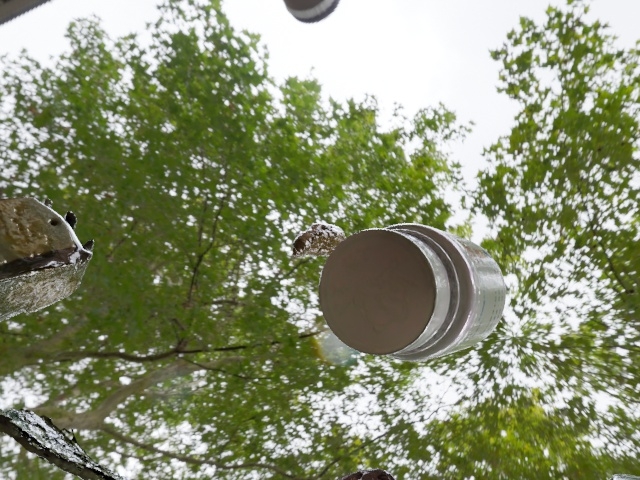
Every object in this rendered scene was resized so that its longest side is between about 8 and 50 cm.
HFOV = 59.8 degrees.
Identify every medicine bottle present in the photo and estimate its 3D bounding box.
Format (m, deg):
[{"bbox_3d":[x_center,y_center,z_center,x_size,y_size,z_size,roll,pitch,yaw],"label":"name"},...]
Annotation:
[{"bbox_3d":[0.127,0.065,0.711,0.170,0.293,0.170,-4,-98,28],"label":"medicine bottle"}]

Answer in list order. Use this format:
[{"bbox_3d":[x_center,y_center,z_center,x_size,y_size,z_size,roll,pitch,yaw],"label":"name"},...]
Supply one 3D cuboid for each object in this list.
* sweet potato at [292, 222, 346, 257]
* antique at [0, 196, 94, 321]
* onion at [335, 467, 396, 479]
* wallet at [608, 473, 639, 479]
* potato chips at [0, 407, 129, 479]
[{"bbox_3d":[0.000,0.000,0.934,0.068,0.206,0.060,-11,-86,28],"label":"sweet potato"},{"bbox_3d":[-0.406,0.033,0.641,0.125,0.284,0.150,48,-54,13],"label":"antique"},{"bbox_3d":[0.064,0.477,0.825,0.111,0.250,0.247,43,-58,-14],"label":"onion"},{"bbox_3d":[0.299,0.196,0.212,0.360,0.252,0.083,-5,-80,33],"label":"wallet"},{"bbox_3d":[-0.282,0.216,0.589,0.220,0.202,0.029,-12,-136,57],"label":"potato chips"}]
